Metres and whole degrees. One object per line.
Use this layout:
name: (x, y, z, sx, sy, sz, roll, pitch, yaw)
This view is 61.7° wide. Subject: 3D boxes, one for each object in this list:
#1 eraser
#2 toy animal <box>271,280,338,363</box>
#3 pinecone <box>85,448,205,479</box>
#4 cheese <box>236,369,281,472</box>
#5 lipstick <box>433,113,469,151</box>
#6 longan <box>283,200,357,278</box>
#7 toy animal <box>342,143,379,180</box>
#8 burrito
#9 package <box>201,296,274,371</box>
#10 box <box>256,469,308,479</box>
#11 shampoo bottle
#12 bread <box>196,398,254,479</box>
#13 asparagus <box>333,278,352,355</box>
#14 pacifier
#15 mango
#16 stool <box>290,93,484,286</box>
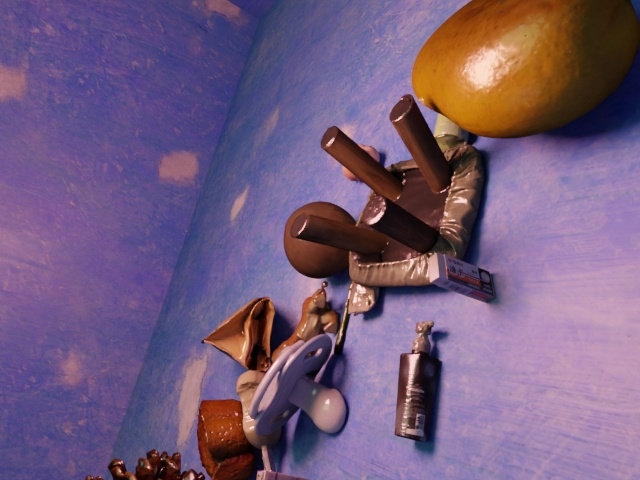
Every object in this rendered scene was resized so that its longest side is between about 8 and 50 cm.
eraser: (0.239, 0.064, 0.906, 0.029, 0.122, 0.052, -45, 33, 45)
toy animal: (-0.043, 0.234, 1.359, 0.312, 0.097, 0.157, -63, 20, 6)
pinecone: (-0.489, 0.780, 1.510, 0.398, 0.397, 0.398, -43, 35, 41)
cheese: (-0.139, 0.466, 1.318, 0.082, 0.163, 0.286, -19, 59, 5)
lipstick: (0.305, -0.335, 1.154, 0.076, 0.076, 0.304, -11, 59, 60)
longan: (0.000, 0.000, 1.346, 0.220, 0.196, 0.196, 139, 145, -64)
toy animal: (0.108, -0.202, 1.428, 0.150, 0.083, 0.089, 139, 132, -63)
burrito: (0.111, 0.044, 1.247, 0.082, 0.059, 0.275, -23, 49, 47)
package: (-0.206, 0.281, 1.550, 0.221, 0.165, 0.311, -37, 1, -14)
box: (-0.084, 0.533, 1.161, 0.036, 0.117, 0.051, -28, 44, 48)
shampoo bottle: (0.175, 0.247, 0.957, 0.063, 0.057, 0.208, -24, 50, 56)
bread: (-0.250, 0.528, 1.400, 0.247, 0.135, 0.232, -140, 43, -72)
asparagus: (0.066, 0.159, 1.284, 0.022, 0.023, 0.233, 10, 75, 19)
pacifier: (-0.035, 0.351, 1.190, 0.207, 0.227, 0.279, 33, 106, 23)
mango: (0.316, -0.308, 0.926, 0.301, 0.220, 0.445, -58, 24, -10)
stool: (0.129, -0.082, 1.076, 0.310, 0.226, 0.310, -10, 58, 52)
